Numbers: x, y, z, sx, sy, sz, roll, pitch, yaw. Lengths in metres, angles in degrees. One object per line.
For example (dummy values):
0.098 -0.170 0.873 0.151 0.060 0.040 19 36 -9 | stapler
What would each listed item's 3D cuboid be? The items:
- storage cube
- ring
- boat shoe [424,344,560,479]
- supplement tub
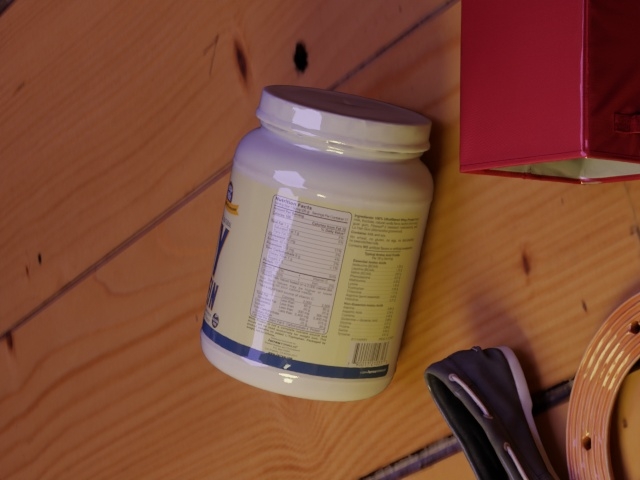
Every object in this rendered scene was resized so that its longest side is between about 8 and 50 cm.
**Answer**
0.266 -0.162 1.893 0.215 0.184 0.193 -6 82 54 | storage cube
0.367 0.204 1.865 0.336 0.032 0.336 -2 87 53 | ring
0.200 0.262 2.010 0.112 0.095 0.335 106 150 -53 | boat shoe
0.000 0.000 2.197 0.235 0.235 0.325 26 109 51 | supplement tub
